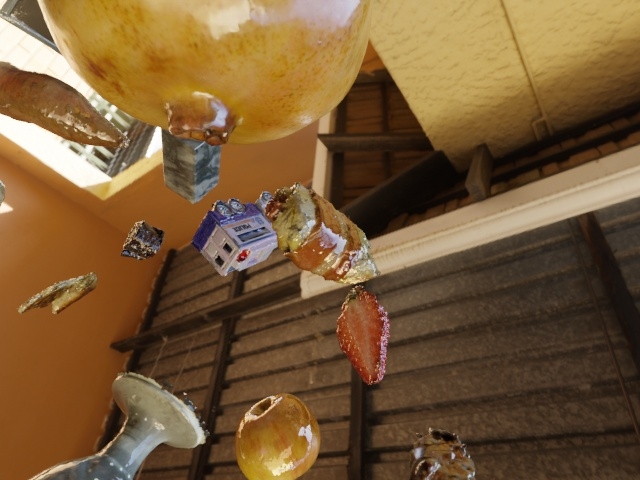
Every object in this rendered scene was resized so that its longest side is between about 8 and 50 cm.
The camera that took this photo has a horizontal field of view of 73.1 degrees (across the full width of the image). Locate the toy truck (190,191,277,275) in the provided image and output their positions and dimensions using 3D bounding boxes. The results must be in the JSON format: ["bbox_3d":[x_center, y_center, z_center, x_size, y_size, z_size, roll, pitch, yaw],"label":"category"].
[{"bbox_3d":[-0.180,-0.020,1.106,0.155,0.268,0.124,47,-58,13],"label":"toy truck"}]

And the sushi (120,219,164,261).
[{"bbox_3d":[-0.485,0.004,1.188,0.094,0.084,0.098,-22,-131,41],"label":"sushi"}]

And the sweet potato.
[{"bbox_3d":[-0.595,-0.302,0.986,0.131,0.336,0.131,-160,-90,-86],"label":"sweet potato"}]

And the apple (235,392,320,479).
[{"bbox_3d":[-0.139,0.633,1.389,0.286,0.286,0.233,-23,-91,28],"label":"apple"}]

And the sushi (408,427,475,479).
[{"bbox_3d":[0.293,0.699,1.105,0.175,0.417,0.417,9,-118,22],"label":"sushi"}]

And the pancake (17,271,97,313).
[{"bbox_3d":[-0.749,0.159,1.278,0.212,0.056,0.257,-30,-178,-11],"label":"pancake"}]

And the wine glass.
[{"bbox_3d":[-0.317,0.356,0.554,0.190,0.190,0.357,-13,-155,36],"label":"wine glass"}]

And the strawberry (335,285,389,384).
[{"bbox_3d":[0.127,0.236,1.099,0.175,0.106,0.236,-10,-106,51],"label":"strawberry"}]

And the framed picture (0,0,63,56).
[{"bbox_3d":[-0.546,-0.526,0.957,0.252,0.197,0.014,-37,-128,21],"label":"framed picture"}]

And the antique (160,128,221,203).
[{"bbox_3d":[-0.269,-0.167,0.903,0.088,0.086,0.183,-52,171,-37],"label":"antique"}]

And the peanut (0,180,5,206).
[{"bbox_3d":[-0.788,-0.116,0.896,0.290,0.130,0.130,9,-118,22],"label":"peanut"}]

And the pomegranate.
[{"bbox_3d":[-0.131,-0.299,0.555,0.416,0.416,0.417,-25,-137,26],"label":"pomegranate"}]

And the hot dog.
[{"bbox_3d":[0.000,0.000,0.688,0.103,0.213,0.146,-42,-156,20],"label":"hot dog"}]
